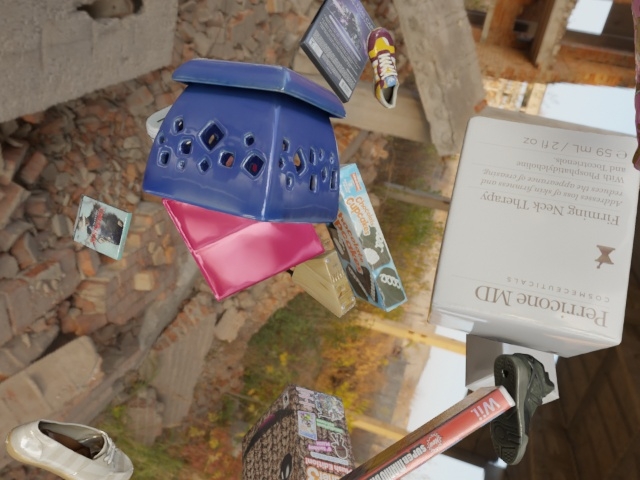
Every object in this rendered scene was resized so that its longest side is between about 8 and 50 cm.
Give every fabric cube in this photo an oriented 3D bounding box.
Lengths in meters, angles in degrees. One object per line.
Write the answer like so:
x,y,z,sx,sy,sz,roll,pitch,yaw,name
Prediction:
-0.168,-0.058,1.157,0.254,0.258,0.259,-119,-176,-72,fabric cube

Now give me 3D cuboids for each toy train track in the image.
0.000,0.000,1.524,0.083,0.048,0.014,56,-9,45,toy train track

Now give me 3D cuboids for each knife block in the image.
-0.033,0.117,1.669,0.088,0.242,0.276,-30,104,-48,knife block

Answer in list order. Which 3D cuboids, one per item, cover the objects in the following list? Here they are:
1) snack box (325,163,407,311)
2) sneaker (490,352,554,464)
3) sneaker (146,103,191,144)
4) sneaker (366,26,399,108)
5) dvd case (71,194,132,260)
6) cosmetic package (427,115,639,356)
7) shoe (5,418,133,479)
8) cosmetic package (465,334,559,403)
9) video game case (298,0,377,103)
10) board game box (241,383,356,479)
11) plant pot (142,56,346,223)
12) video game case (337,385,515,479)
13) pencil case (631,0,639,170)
0.076,-0.011,1.130,0.322,0.060,0.187,68,-16,-13,snack box
0.420,0.342,1.040,0.087,0.130,0.228,2,-89,61,sneaker
-0.269,-0.275,1.136,0.258,0.094,0.091,-31,149,-25,sneaker
0.157,-0.408,1.201,0.084,0.069,0.186,-114,-174,-49,sneaker
-0.389,-0.024,0.895,0.013,0.119,0.087,2,107,-64,dvd case
0.428,0.008,1.070,0.327,0.329,0.394,58,45,-71,cosmetic package
-0.371,0.331,0.786,0.058,0.077,0.219,-39,131,7,shoe
0.534,0.269,1.439,0.155,0.196,0.366,-48,-159,45,cosmetic package
0.058,-0.522,1.306,0.196,0.026,0.274,45,56,-36,video game case
-0.049,0.497,1.053,0.232,0.141,0.291,-54,-152,26,board game box
-0.100,-0.151,0.783,0.236,0.235,0.212,-2,105,-63,plant pot
0.093,0.263,0.609,0.285,0.025,0.204,-33,160,0,video game case
0.499,-0.273,0.674,0.167,0.160,0.386,-43,122,-62,pencil case
